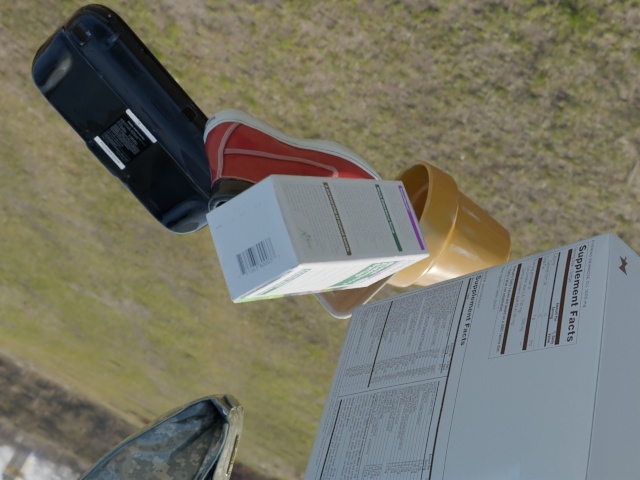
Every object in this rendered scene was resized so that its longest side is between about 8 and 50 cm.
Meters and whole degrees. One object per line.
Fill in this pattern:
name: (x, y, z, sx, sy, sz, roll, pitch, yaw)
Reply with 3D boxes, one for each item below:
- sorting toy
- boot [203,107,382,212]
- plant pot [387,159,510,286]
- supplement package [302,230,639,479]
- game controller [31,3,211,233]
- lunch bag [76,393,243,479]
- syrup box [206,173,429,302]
sorting toy: (0.000, 0.000, 1.205, 0.208, 0.193, 0.038, 46, 124, 5)
boot: (-0.024, -0.046, 1.053, 0.244, 0.176, 0.088, 17, 131, -26)
plant pot: (0.201, -0.001, 1.458, 0.187, 0.205, 0.205, 24, 165, -18)
supplement package: (0.136, 0.128, 0.539, 0.194, 0.149, 0.203, 36, 144, -27)
game controller: (-0.237, -0.149, 1.160, 0.166, 0.067, 0.319, -29, 108, 39)
lunch bag: (-0.234, 0.361, 1.422, 0.169, 0.287, 0.235, 48, 175, 7)
syrup box: (0.005, -0.004, 0.908, 0.093, 0.096, 0.236, -28, 164, 34)
